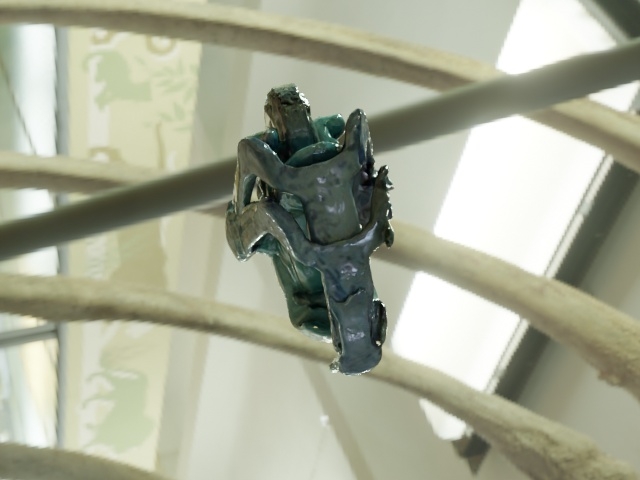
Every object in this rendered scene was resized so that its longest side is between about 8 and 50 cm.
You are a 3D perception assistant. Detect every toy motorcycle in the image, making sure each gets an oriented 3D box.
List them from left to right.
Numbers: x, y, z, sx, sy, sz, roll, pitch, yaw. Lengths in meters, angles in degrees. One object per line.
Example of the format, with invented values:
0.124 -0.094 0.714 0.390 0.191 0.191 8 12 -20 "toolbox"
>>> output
0.000 0.000 0.942 0.206 0.154 0.260 -116 -167 -45 "toy motorcycle"
